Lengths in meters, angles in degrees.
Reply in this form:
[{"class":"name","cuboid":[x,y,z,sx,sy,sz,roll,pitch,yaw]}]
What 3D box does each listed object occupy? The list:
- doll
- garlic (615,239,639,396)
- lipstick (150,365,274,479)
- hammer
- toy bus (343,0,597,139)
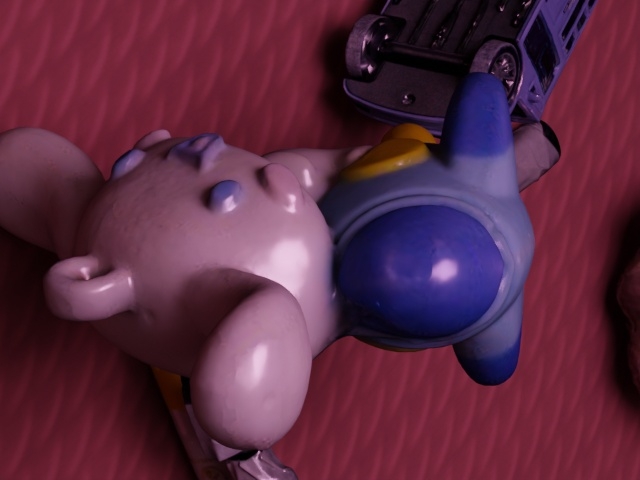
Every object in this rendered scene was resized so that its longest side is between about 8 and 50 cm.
[{"class":"doll","cuboid":[0.002,-0.007,1.067,0.366,0.376,0.187,-9,131,-29]},{"class":"garlic","cuboid":[0.347,0.047,1.437,0.245,0.160,0.245,-4,104,-16]},{"class":"lipstick","cuboid":[-0.054,0.171,1.230,0.059,0.059,0.264,-29,105,-29]},{"class":"hammer","cuboid":[0.055,0.030,1.278,0.427,0.044,0.152,-37,107,-39]},{"class":"toy bus","cuboid":[0.138,-0.189,1.314,0.292,0.125,0.133,-62,145,-19]}]
